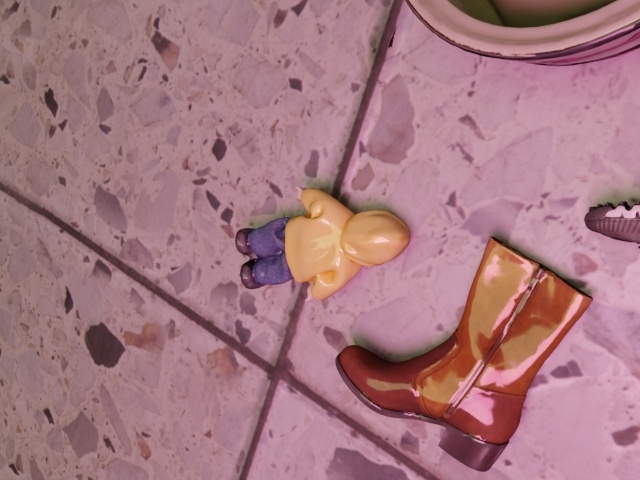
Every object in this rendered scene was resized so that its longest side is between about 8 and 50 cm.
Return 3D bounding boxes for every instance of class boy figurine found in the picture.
[{"bbox_3d":[0.000,0.000,0.955,0.285,0.092,0.178,-12,86,33],"label":"boy figurine"}]

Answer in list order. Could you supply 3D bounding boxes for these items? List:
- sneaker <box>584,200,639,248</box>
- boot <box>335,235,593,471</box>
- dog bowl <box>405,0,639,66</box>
[{"bbox_3d":[0.407,0.014,0.692,0.234,0.078,0.106,10,96,31],"label":"sneaker"},{"bbox_3d":[0.174,0.126,0.846,0.264,0.096,0.281,31,109,28],"label":"boot"},{"bbox_3d":[0.279,-0.377,0.677,0.407,0.150,0.409,-4,83,40],"label":"dog bowl"}]
